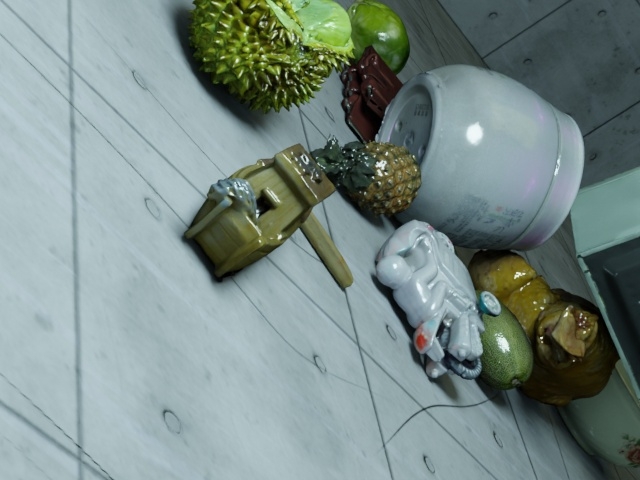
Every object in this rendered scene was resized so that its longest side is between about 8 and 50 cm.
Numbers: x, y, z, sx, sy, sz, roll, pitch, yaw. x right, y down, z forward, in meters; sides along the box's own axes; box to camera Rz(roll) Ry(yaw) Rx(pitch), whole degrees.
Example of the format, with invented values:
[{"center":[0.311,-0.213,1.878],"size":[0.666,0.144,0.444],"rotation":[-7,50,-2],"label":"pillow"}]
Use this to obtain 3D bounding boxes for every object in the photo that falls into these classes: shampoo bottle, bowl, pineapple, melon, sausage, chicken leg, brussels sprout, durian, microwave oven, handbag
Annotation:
[{"center":[0.240,-0.122,2.097],"size":[0.266,0.273,0.273],"rotation":[15,36,-24],"label":"shampoo bottle"},{"center":[0.499,0.282,2.395],"size":[0.277,0.145,0.277],"rotation":[50,16,-20],"label":"bowl"},{"center":[0.056,-0.095,1.905],"size":[0.197,0.108,0.108],"rotation":[13,45,-51],"label":"pineapple"},{"center":[0.249,0.143,1.999],"size":[0.099,0.099,0.162],"rotation":[31,27,-58],"label":"melon"},{"center":[0.000,0.000,1.659],"size":[0.132,0.024,0.024],"rotation":[55,16,-4],"label":"sausage"},{"center":[0.336,0.123,2.101],"size":[0.295,0.182,0.409],"rotation":[51,3,9],"label":"chicken leg"},{"center":[0.099,-0.367,2.504],"size":[0.155,0.117,0.155],"rotation":[44,-1,1],"label":"brussels sprout"},{"center":[-0.067,-0.256,1.677],"size":[0.200,0.176,0.237],"rotation":[50,9,12],"label":"durian"},{"center":[0.508,0.064,2.046],"size":[0.237,0.181,0.295],"rotation":[-79,146,-63],"label":"microwave oven"},{"center":[0.137,-0.177,2.328],"size":[0.275,0.084,0.260],"rotation":[50,20,-21],"label":"handbag"}]

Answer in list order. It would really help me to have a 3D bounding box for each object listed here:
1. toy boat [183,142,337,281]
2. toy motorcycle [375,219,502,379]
[{"center":[-0.049,-0.045,1.425],"size":[0.089,0.121,0.321],"rotation":[51,16,-1],"label":"toy boat"},{"center":[0.140,0.066,1.835],"size":[0.171,0.110,0.260],"rotation":[26,38,-32],"label":"toy motorcycle"}]
